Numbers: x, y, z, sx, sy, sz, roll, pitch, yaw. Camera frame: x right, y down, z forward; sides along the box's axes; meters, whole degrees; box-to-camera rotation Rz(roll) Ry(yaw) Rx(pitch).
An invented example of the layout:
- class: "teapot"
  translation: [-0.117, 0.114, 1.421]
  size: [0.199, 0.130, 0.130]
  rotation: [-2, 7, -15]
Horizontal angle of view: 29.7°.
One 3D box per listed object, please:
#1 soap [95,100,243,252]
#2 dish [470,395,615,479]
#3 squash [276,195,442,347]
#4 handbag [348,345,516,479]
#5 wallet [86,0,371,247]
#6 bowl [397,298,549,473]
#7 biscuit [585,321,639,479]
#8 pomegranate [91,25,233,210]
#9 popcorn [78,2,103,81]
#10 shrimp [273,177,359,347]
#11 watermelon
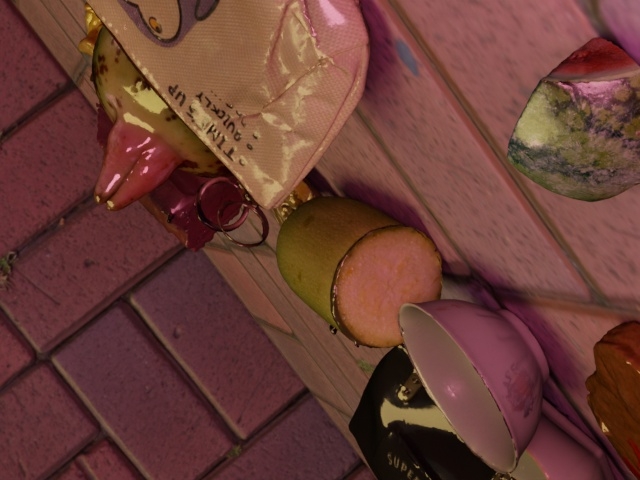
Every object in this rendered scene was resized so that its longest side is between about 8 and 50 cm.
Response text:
- class: "soap"
  translation: [-0.199, -0.143, 1.584]
  size: [0.289, 0.182, 0.112]
  rotation: [44, 165, 27]
- class: "dish"
  translation: [0.226, 0.219, 1.254]
  size: [0.212, 0.077, 0.151]
  rotation: [41, 167, 45]
- class: "squash"
  translation: [0.023, 0.021, 1.305]
  size: [0.132, 0.132, 0.247]
  rotation: [56, 168, -24]
- class: "handbag"
  translation: [0.174, 0.267, 1.505]
  size: [0.342, 0.152, 0.288]
  rotation: [47, 157, 24]
- class: "wallet"
  translation: [-0.092, -0.185, 1.005]
  size: [0.335, 0.068, 0.275]
  rotation: [52, 136, 4]
- class: "bowl"
  translation: [0.161, 0.121, 1.152]
  size: [0.189, 0.086, 0.189]
  rotation: [55, 166, 20]
- class: "biscuit"
  translation: [0.304, 0.194, 0.919]
  size: [0.273, 0.049, 0.257]
  rotation: [45, 168, 26]
- class: "pomegranate"
  translation: [-0.144, -0.130, 1.200]
  size: [0.214, 0.248, 0.214]
  rotation: [28, 164, 8]
- class: "popcorn"
  translation: [-0.211, -0.237, 1.442]
  size: [0.167, 0.152, 0.148]
  rotation: [44, -147, 12]
- class: "shrimp"
  translation: [0.007, -0.004, 1.502]
  size: [0.289, 0.075, 0.178]
  rotation: [63, 169, 10]
- class: "watermelon"
  translation: [0.147, -0.062, 0.661]
  size: [0.084, 0.092, 0.072]
  rotation: [63, -154, -16]
